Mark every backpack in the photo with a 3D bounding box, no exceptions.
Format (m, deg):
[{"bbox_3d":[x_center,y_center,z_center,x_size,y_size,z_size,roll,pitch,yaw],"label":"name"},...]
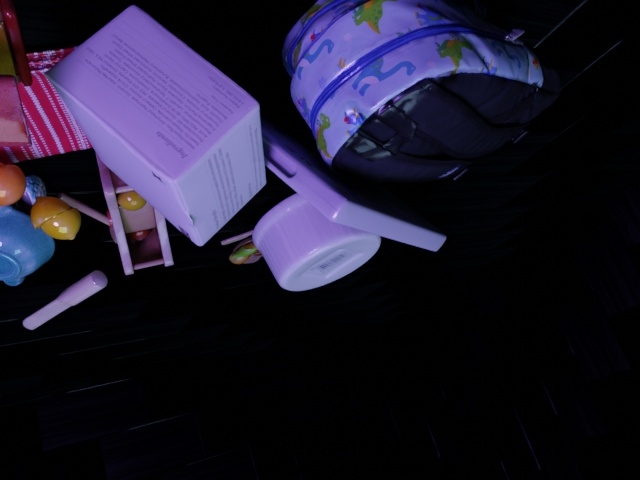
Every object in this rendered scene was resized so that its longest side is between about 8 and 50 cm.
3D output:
[{"bbox_3d":[0.116,-0.195,0.753,0.290,0.273,0.355,-31,180,38],"label":"backpack"}]

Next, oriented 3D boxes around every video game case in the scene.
[{"bbox_3d":[0.010,-0.099,0.826,0.036,0.300,0.329,-55,150,13],"label":"video game case"}]

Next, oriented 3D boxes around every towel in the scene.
[{"bbox_3d":[-0.304,-0.167,0.712,0.275,0.031,0.199,-14,162,-16],"label":"towel"}]

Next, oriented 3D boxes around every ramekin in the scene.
[{"bbox_3d":[0.000,0.000,1.271,0.277,0.135,0.277,-22,160,-9],"label":"ramekin"}]

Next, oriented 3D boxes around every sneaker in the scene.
[{"bbox_3d":[-0.457,-0.043,0.871,0.076,0.065,0.166,-3,153,-21],"label":"sneaker"}]

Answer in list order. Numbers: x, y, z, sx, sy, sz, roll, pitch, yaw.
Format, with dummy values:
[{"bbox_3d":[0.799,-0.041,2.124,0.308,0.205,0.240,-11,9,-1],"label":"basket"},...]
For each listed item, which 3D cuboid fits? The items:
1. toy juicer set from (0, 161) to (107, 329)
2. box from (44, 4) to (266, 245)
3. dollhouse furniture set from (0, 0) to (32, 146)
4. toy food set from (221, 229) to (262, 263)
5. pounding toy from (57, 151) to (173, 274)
[{"bbox_3d":[-0.421,-0.003,0.816,0.209,0.089,0.329,-14,137,8],"label":"toy juicer set"},{"bbox_3d":[-0.164,-0.115,0.621,0.119,0.182,0.181,-47,169,-17],"label":"box"},{"bbox_3d":[-0.229,-0.205,0.407,0.152,0.201,0.374,-11,159,-22],"label":"dollhouse furniture set"},{"bbox_3d":[-0.156,0.027,1.389,0.133,0.038,0.192,-20,162,3],"label":"toy food set"},{"bbox_3d":[-0.322,-0.028,0.892,0.155,0.154,0.269,-13,160,-18],"label":"pounding toy"}]
